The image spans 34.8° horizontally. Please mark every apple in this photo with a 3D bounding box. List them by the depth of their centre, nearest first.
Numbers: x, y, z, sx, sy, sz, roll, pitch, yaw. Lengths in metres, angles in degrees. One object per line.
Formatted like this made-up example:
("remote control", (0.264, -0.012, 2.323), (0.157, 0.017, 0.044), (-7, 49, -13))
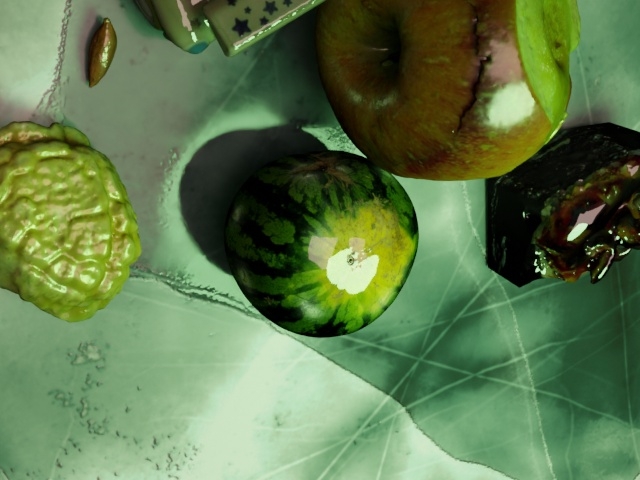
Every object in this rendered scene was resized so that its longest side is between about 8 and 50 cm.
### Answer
("apple", (0.189, -0.251, 1.339), (0.374, 0.384, 0.374), (-27, 147, -19))

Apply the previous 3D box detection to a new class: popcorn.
("popcorn", (-0.353, -0.040, 1.288), (0.286, 0.173, 0.225), (33, 75, -17))

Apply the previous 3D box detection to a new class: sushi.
("sushi", (0.404, -0.048, 1.579), (0.227, 0.212, 0.216), (-10, 109, -19))

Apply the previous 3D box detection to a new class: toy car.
("toy car", (-0.149, -0.408, 1.229), (0.242, 0.226, 0.336), (-33, 116, -11))

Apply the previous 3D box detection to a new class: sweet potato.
("sweet potato", (-0.285, -0.244, 1.328), (0.034, 0.034, 0.095), (12, 111, -26))

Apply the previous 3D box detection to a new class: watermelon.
("watermelon", (0.003, 0.003, 1.403), (0.268, 0.269, 0.269), (-7, 107, -21))
